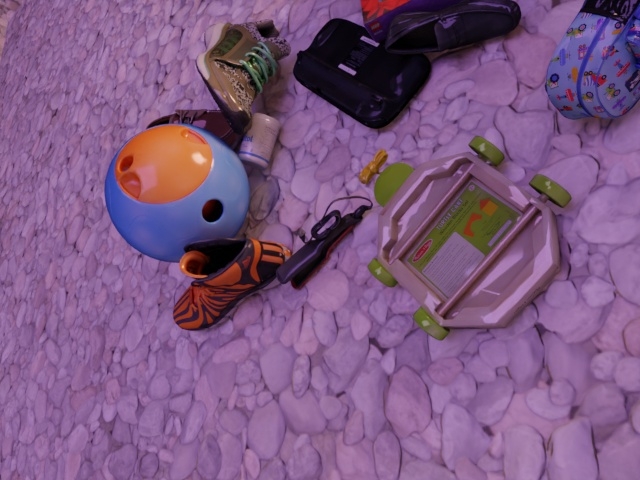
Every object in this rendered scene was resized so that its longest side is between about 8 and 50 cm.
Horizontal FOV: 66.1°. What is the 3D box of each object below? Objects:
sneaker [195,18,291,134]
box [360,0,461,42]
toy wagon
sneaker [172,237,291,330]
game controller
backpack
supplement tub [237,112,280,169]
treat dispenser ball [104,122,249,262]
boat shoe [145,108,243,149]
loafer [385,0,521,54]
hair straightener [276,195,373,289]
[{"bbox_3d":[-0.156,-0.395,1.082,0.182,0.158,0.410,-21,46,11],"label":"sneaker"},{"bbox_3d":[0.209,-0.509,0.889,0.294,0.057,0.200,-18,61,26],"label":"box"},{"bbox_3d":[0.189,-0.029,0.756,0.267,0.068,0.344,-52,49,12],"label":"toy wagon"},{"bbox_3d":[-0.227,0.077,0.976,0.321,0.180,0.124,-35,59,25],"label":"sneaker"},{"bbox_3d":[0.070,-0.342,0.978,0.166,0.067,0.319,-45,51,0],"label":"game controller"},{"bbox_3d":[0.375,-0.233,0.617,0.117,0.158,0.173,42,105,47],"label":"backpack"},{"bbox_3d":[-0.135,-0.216,1.082,0.071,0.071,0.107,11,82,41],"label":"supplement tub"},{"bbox_3d":[-0.293,-0.097,1.023,0.289,0.288,0.287,-14,66,35],"label":"treat dispenser ball"},{"bbox_3d":[-0.318,-0.265,1.216,0.325,0.117,0.122,-3,73,38],"label":"boat shoe"},{"bbox_3d":[0.215,-0.350,0.826,0.224,0.076,0.078,5,60,31],"label":"loafer"},{"bbox_3d":[0.000,0.000,0.883,0.230,0.089,0.047,-41,51,20],"label":"hair straightener"}]
